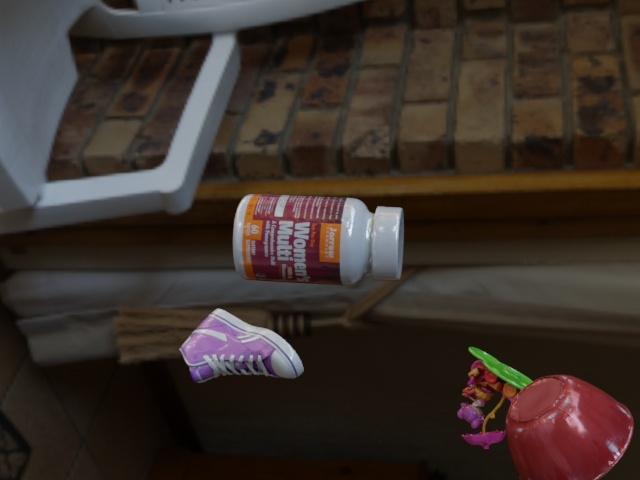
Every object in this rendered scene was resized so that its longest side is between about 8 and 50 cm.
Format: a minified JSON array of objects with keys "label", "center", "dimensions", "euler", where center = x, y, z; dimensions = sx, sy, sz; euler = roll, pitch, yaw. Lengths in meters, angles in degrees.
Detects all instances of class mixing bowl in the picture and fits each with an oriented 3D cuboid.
[{"label":"mixing bowl","center":[0.324,0.251,1.205],"dimensions":[0.098,0.181,0.181],"euler":[51,25,-13]}]

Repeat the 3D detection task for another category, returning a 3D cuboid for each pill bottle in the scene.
[{"label":"pill bottle","center":[0.000,0.000,1.198],"dimensions":[0.121,0.221,0.121],"euler":[3,90,-80]}]

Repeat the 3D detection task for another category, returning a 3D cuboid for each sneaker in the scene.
[{"label":"sneaker","center":[-0.170,0.249,1.761],"dimensions":[0.161,0.282,0.102],"euler":[-42,129,-30]}]

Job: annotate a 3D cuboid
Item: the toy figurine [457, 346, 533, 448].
[{"label":"toy figurine","center":[0.318,0.316,1.689],"dimensions":[0.130,0.173,0.159],"euler":[18,103,-49]}]
